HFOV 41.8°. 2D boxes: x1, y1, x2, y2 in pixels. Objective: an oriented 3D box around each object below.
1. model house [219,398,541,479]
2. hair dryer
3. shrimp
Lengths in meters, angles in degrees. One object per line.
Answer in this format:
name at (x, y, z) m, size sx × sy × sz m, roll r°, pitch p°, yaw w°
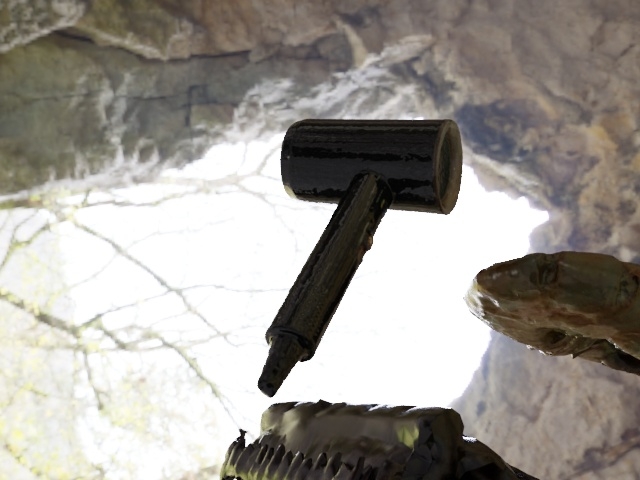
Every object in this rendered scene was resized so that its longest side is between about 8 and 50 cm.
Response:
model house at (0.047, 0.207, 0.335) m, size 0.317 × 0.297 × 0.282 m, roll -11°, pitch -90°, yaw 62°
hair dryer at (0.000, 0.000, 0.563) m, size 0.128 × 0.255 × 0.070 m, roll 7°, pitch -48°, yaw 26°
shrimp at (0.240, 0.076, 0.641) m, size 0.154 × 0.294 × 0.062 m, roll -33°, pitch -144°, yaw 59°
